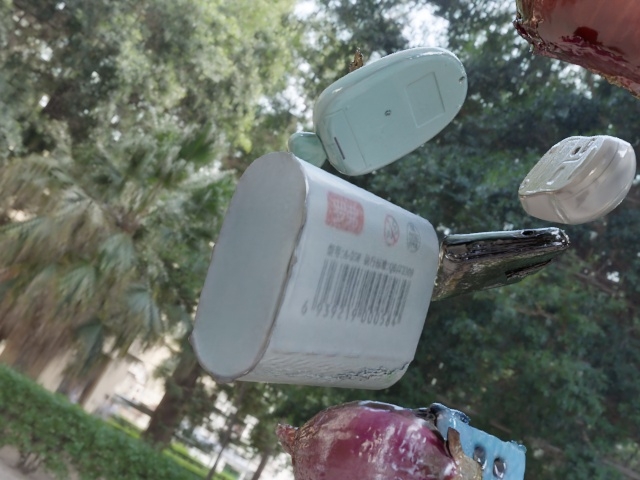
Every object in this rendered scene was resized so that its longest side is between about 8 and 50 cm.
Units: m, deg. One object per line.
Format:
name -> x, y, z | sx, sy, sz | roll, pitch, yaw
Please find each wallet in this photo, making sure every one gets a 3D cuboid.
wallet -> 0.243, 0.039, 1.133 | 0.173, 0.045, 0.318 | -8, -13, 0

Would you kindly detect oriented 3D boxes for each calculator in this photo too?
calculator -> 0.090, -0.188, 1.196 | 0.042, 0.295, 0.184 | 63, 0, 43

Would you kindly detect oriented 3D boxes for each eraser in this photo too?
eraser -> 0.008, 0.039, 0.655 | 0.081, 0.174, 0.227 | 17, -1, 34

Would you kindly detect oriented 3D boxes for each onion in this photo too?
onion -> 0.043, 0.342, 1.040 | 0.349, 0.159, 0.267 | -7, -53, 44
onion -> 0.278, -0.192, 0.663 | 0.248, 0.161, 0.248 | 6, 10, -1

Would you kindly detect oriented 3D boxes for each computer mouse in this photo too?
computer mouse -> 0.492, -0.110, 1.473 | 0.121, 0.184, 0.297 | 37, -5, -5

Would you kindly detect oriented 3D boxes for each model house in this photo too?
model house -> 0.171, 0.441, 1.242 | 0.216, 0.303, 0.237 | 29, -33, -33

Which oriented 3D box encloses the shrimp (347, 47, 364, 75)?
shrimp -> 0.106, -0.302, 1.521 | 0.047, 0.126, 0.223 | 59, -4, 27
